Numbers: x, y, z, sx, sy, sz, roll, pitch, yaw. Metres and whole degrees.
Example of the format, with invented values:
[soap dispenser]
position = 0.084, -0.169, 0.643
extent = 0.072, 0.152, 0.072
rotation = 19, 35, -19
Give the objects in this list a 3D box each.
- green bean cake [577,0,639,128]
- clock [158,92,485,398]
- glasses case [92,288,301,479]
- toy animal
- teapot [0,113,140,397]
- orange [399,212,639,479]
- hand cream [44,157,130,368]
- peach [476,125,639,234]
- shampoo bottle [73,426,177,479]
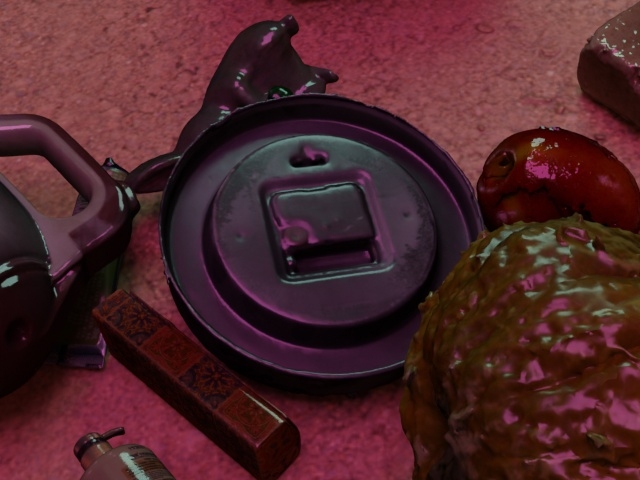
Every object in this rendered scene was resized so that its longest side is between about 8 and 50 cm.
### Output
[green bean cake]
position = 0.378, -0.205, 1.104
extent = 0.179, 0.085, 0.109
rotation = -29, 56, -16
[clock]
position = 0.001, 0.000, 0.970
extent = 0.312, 0.061, 0.313
rotation = 4, 59, -6
[glasses case]
position = -0.113, 0.127, 0.926
extent = 0.218, 0.075, 0.049
rotation = 34, 61, 29
[toy animal]
position = -0.099, -0.120, 1.101
extent = 0.125, 0.127, 0.251
rotation = 40, 75, 7
[teapot]
position = -0.349, -0.002, 0.970
extent = 0.312, 0.233, 0.315
rotation = 33, 62, 20
[orange]
position = 0.169, 0.126, 0.741
extent = 0.223, 0.300, 0.301
rotation = -5, 72, -17
[hand cream]
position = -0.237, 0.021, 1.046
extent = 0.086, 0.055, 0.235
rotation = 0, 61, 13
[peach]
position = 0.234, -0.032, 0.990
extent = 0.172, 0.127, 0.092
rotation = 24, 47, -6
[shampoo bottle]
position = -0.156, 0.222, 0.857
extent = 0.079, 0.079, 0.162
rotation = -37, 57, -19
